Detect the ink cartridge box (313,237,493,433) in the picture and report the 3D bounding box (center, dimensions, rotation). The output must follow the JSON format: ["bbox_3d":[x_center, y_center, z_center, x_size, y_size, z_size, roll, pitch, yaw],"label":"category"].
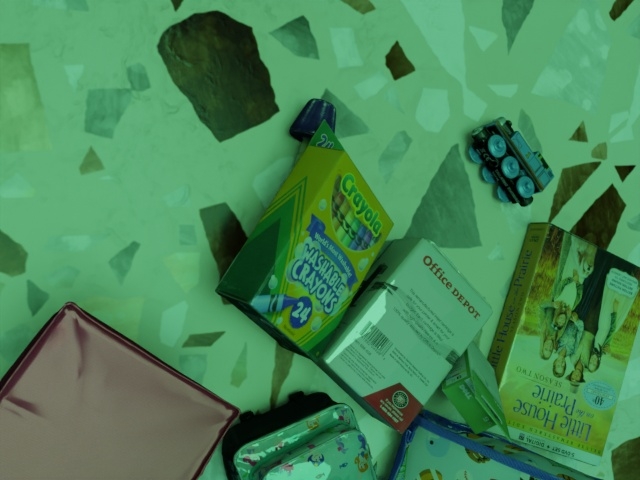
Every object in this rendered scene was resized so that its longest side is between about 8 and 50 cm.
[{"bbox_3d":[0.136,0.155,1.094,0.197,0.114,0.273,46,75,-16],"label":"ink cartridge box"}]

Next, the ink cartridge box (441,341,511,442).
[{"bbox_3d":[0.263,0.259,1.101,0.062,0.209,0.109,-32,105,18],"label":"ink cartridge box"}]

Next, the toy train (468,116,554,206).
[{"bbox_3d":[0.361,-0.153,1.208,0.105,0.080,0.184,-45,104,-25],"label":"toy train"}]

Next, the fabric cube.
[{"bbox_3d":[-0.303,0.251,0.812,0.254,0.258,0.259,38,68,-15],"label":"fabric cube"}]

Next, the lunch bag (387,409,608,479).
[{"bbox_3d":[0.291,0.510,1.089,0.386,0.239,0.327,18,85,10],"label":"lunch bag"}]

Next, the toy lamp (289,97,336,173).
[{"bbox_3d":[-0.039,-0.100,1.038,0.080,0.080,0.274,21,82,-21],"label":"toy lamp"}]

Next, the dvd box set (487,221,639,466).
[{"bbox_3d":[0.491,0.210,1.270,0.308,0.062,0.420,23,82,-21],"label":"dvd box set"}]

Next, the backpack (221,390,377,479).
[{"bbox_3d":[-0.017,0.396,1.002,0.225,0.191,0.253,-18,102,-22],"label":"backpack"}]

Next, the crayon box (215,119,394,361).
[{"bbox_3d":[0.000,0.000,0.991,0.322,0.083,0.203,-60,139,-18],"label":"crayon box"}]
